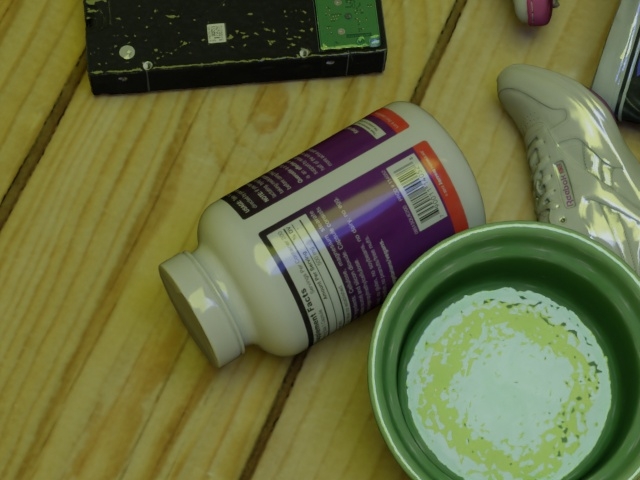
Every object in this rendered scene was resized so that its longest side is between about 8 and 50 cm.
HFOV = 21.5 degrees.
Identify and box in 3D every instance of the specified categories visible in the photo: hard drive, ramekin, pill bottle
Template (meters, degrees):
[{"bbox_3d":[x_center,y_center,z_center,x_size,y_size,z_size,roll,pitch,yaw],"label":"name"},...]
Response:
[{"bbox_3d":[-0.103,-0.293,1.933,0.339,0.064,0.237,-6,69,-3],"label":"hard drive"},{"bbox_3d":[0.197,0.143,1.709,0.303,0.148,0.303,0,78,0],"label":"ramekin"},{"bbox_3d":[0.000,0.000,1.760,0.323,0.181,0.181,-30,73,-12],"label":"pill bottle"}]

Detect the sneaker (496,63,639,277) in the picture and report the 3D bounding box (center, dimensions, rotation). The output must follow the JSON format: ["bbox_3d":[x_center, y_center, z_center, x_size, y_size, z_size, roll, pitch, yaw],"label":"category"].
[{"bbox_3d":[0.274,-0.062,1.827,0.152,0.114,0.305,-33,73,-14],"label":"sneaker"}]

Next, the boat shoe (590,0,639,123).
[{"bbox_3d":[0.405,-0.285,1.883,0.119,0.121,0.335,19,97,13],"label":"boat shoe"}]

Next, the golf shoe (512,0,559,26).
[{"bbox_3d":[0.205,-0.376,1.962,0.140,0.115,0.306,-8,62,6],"label":"golf shoe"}]
